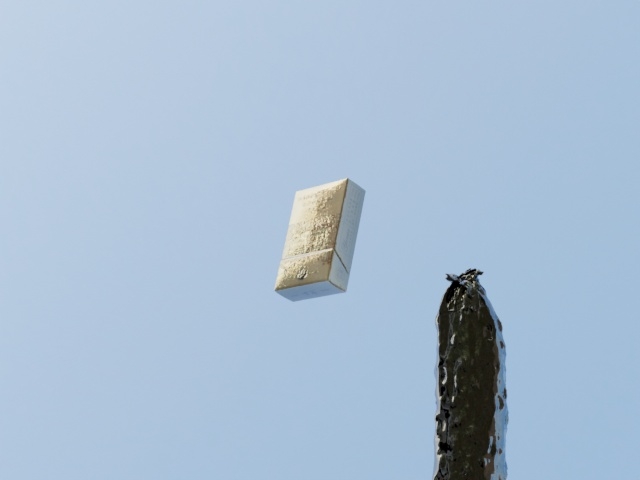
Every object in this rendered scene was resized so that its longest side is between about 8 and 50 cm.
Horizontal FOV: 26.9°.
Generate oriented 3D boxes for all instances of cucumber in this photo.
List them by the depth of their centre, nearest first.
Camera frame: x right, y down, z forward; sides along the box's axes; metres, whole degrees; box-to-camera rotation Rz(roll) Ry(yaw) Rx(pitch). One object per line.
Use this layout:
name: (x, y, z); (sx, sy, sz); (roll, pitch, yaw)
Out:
cucumber: (0.097, 0.108, 0.862); (0.053, 0.053, 0.181); (1, -101, 6)

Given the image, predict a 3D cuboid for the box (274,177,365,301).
box: (0.000, 0.000, 0.956); (0.053, 0.024, 0.083); (-14, -127, 41)
